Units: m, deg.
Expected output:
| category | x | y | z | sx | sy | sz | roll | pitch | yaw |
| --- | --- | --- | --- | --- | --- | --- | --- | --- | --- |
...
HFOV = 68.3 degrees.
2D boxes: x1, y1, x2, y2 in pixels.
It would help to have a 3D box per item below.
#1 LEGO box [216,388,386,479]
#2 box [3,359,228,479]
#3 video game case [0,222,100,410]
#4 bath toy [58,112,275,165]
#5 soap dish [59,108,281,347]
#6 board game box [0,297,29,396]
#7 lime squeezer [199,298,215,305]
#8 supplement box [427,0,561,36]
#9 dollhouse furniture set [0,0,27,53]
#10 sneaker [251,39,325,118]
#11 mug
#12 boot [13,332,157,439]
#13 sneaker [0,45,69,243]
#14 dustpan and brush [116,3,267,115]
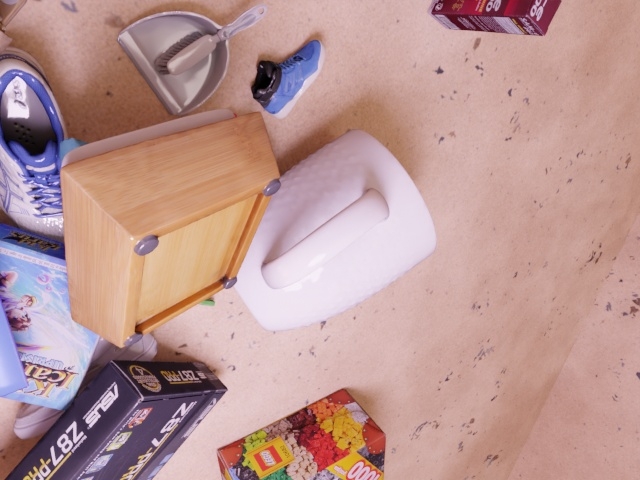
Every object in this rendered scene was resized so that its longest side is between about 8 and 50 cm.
| category | x | y | z | sx | sy | sz | roll | pitch | yaw |
| --- | --- | --- | --- | --- | --- | --- | --- | --- | --- |
| LEGO box | -0.037 | 0.697 | 1.240 | 0.372 | 0.193 | 0.500 | -18 | 122 | -27 |
| box | -0.379 | 0.387 | 0.826 | 0.395 | 0.097 | 0.318 | -49 | 162 | -4 |
| video game case | -0.453 | 0.104 | 0.672 | 0.269 | 0.061 | 0.244 | 21 | 106 | -20 |
| bath toy | -0.199 | -0.117 | 0.708 | 0.348 | 0.151 | 0.129 | -28 | 106 | -50 |
| soap dish | -0.181 | -0.006 | 0.575 | 0.229 | 0.118 | 0.291 | -30 | 161 | -39 |
| board game box | -0.497 | 0.051 | 0.510 | 0.233 | 0.078 | 0.347 | -18 | 118 | -35 |
| lime squeezer | -0.299 | 0.043 | 0.827 | 0.110 | 0.059 | 0.310 | -58 | 137 | -38 |
| supplement box | 0.324 | -0.458 | 0.864 | 0.073 | 0.239 | 0.130 | 16 | 103 | -39 |
| dollhouse furniture set | -0.387 | -0.277 | 0.494 | 0.144 | 0.151 | 0.123 | 39 | 87 | -14 |
| sneaker | -0.058 | -0.292 | 0.805 | 0.152 | 0.058 | 0.084 | -53 | 140 | 8 |
| mug | 0.000 | 0.000 | 0.805 | 0.328 | 0.374 | 0.276 | -34 | 92 | -8 |
| boot | -0.422 | 0.212 | 0.806 | 0.258 | 0.095 | 0.123 | -35 | 118 | -21 |
| sneaker | -0.387 | -0.097 | 0.633 | 0.112 | 0.131 | 0.296 | -20 | 125 | -27 |
| dustpan and brush | -0.174 | -0.301 | 0.719 | 0.211 | 0.060 | 0.147 | -40 | 129 | -11 |
